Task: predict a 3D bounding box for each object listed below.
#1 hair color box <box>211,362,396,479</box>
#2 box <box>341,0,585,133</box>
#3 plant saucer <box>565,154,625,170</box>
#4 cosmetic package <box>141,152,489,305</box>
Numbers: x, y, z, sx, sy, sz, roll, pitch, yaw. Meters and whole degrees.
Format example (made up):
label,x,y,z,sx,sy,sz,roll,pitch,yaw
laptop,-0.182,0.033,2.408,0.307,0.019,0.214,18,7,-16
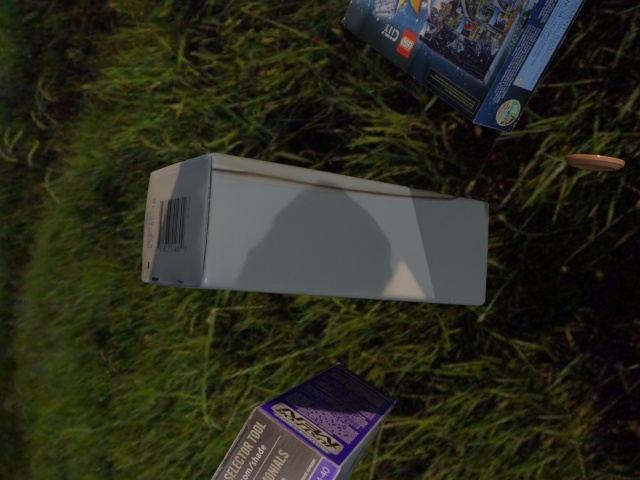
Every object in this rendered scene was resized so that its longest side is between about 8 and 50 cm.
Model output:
label,x,y,z,sx,sy,sz,roll,pitch,yaw
hair color box,-0.022,0.266,0.787,0.110,0.339,0.185,32,96,16
box,0.114,-0.213,0.559,0.233,0.044,0.159,54,128,46
plant saucer,0.410,-0.115,1.004,0.083,0.083,0.013,9,91,52
cosmetic package,0.000,0.000,0.661,0.160,0.309,0.113,-2,84,56
